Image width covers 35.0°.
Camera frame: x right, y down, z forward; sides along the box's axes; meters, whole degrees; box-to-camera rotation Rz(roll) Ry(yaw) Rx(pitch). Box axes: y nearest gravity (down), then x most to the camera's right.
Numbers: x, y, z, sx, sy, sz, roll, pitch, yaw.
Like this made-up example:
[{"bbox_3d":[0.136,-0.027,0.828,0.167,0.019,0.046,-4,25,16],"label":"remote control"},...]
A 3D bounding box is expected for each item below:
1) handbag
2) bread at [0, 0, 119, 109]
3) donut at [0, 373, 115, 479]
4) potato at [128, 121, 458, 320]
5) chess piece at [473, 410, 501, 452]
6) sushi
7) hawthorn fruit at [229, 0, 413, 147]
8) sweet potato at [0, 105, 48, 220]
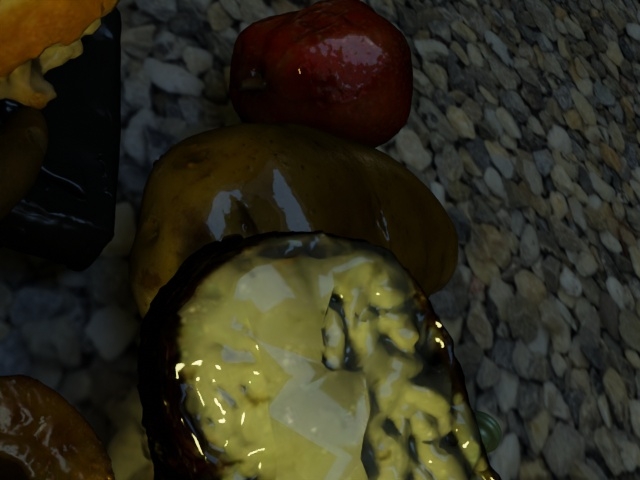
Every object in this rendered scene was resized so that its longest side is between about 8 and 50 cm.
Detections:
[{"bbox_3d":[-0.258,-0.118,0.745,0.244,0.088,0.275,22,44,-34],"label":"handbag"},{"bbox_3d":[-0.306,-0.239,0.462,0.390,0.371,0.279,-21,53,-32],"label":"bread"},{"bbox_3d":[-0.199,0.153,0.596,0.152,0.058,0.152,27,43,-28],"label":"donut"},{"bbox_3d":[0.000,0.000,0.863,0.195,0.176,0.369,39,25,28],"label":"potato"},{"bbox_3d":[0.131,0.199,0.926,0.042,0.042,0.093,49,43,-3],"label":"chess piece"},{"bbox_3d":[-0.020,0.165,0.615,0.234,0.207,0.348,-16,90,-29],"label":"sushi"},{"bbox_3d":[-0.001,-0.160,0.987,0.179,0.173,0.173,8,51,-16],"label":"hawthorn fruit"},{"bbox_3d":[-0.222,0.044,0.564,0.108,0.079,0.346,18,48,-26],"label":"sweet potato"}]
